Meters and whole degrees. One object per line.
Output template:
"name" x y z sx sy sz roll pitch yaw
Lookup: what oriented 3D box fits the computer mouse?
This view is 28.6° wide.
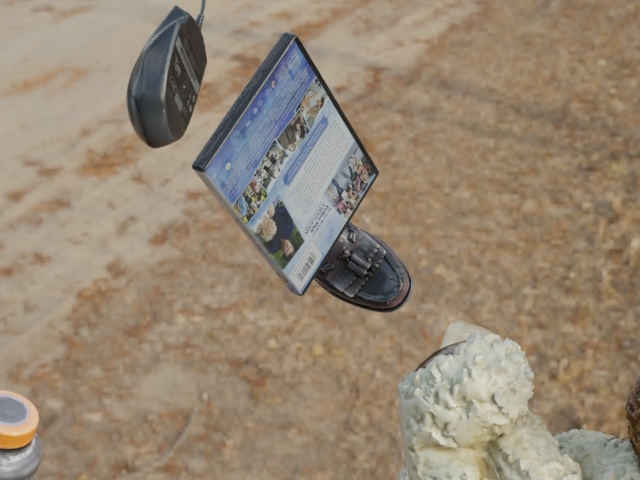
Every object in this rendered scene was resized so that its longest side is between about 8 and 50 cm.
"computer mouse" -0.103 -0.174 0.943 0.041 0.071 0.242 5 58 15

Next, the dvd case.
"dvd case" -0.029 -0.076 1.350 0.022 0.253 0.180 19 68 35

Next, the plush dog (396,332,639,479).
"plush dog" 0.179 0.205 0.923 0.225 0.262 0.211 -7 50 -4

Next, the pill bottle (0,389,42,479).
"pill bottle" -0.457 0.321 1.704 0.130 0.246 0.130 19 28 -11

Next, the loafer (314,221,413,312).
"loafer" 0.000 0.000 1.825 0.302 0.109 0.095 38 2 25

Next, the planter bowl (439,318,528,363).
"planter bowl" 0.228 0.200 1.756 0.109 0.162 0.162 10 27 20
